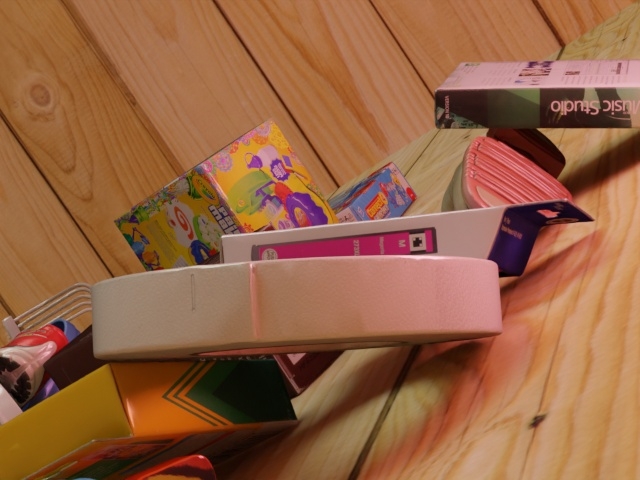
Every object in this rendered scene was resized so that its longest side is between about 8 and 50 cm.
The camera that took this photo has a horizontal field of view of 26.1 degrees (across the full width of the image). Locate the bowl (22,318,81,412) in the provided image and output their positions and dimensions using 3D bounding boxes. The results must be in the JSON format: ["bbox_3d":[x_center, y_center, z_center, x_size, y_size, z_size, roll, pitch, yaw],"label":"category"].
[{"bbox_3d":[-0.487,0.305,2.185,0.391,0.077,0.391,-48,18,21],"label":"bowl"}]

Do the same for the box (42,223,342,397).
[{"bbox_3d":[-0.170,0.147,1.802,0.381,0.191,0.143,-29,8,41],"label":"box"}]

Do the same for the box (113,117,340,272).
[{"bbox_3d":[-0.129,0.007,2.206,0.177,0.290,0.279,-38,8,-40],"label":"box"}]

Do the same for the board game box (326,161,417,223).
[{"bbox_3d":[0.000,0.000,2.540,0.308,0.086,0.302,-31,6,23],"label":"board game box"}]

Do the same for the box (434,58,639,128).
[{"bbox_3d":[0.320,-0.188,1.760,0.322,0.058,0.232,0,16,14],"label":"box"}]

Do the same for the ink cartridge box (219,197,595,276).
[{"bbox_3d":[0.095,0.011,1.465,0.371,0.069,0.176,-8,-9,19],"label":"ink cartridge box"}]

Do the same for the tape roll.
[{"bbox_3d":[-0.022,0.068,1.307,0.392,0.072,0.392,-3,-6,0],"label":"tape roll"}]

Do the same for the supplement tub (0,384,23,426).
[{"bbox_3d":[-0.523,0.351,1.826,0.331,0.241,0.241,-36,6,-18],"label":"supplement tub"}]

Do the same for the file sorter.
[{"bbox_3d":[-0.445,0.207,2.521,0.173,0.193,0.278,-32,-8,-12],"label":"file sorter"}]

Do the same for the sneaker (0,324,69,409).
[{"bbox_3d":[-0.429,0.188,2.000,0.118,0.107,0.279,-40,8,-31],"label":"sneaker"}]

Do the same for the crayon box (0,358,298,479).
[{"bbox_3d":[-0.201,0.200,1.440,0.203,0.083,0.323,-30,-19,29],"label":"crayon box"}]

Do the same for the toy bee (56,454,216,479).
[{"bbox_3d":[-0.235,0.302,1.287,0.298,0.162,0.195,-10,-5,-6],"label":"toy bee"}]

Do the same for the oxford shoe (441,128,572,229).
[{"bbox_3d":[0.219,-0.046,1.717,0.146,0.140,0.397,-54,-4,20],"label":"oxford shoe"}]
